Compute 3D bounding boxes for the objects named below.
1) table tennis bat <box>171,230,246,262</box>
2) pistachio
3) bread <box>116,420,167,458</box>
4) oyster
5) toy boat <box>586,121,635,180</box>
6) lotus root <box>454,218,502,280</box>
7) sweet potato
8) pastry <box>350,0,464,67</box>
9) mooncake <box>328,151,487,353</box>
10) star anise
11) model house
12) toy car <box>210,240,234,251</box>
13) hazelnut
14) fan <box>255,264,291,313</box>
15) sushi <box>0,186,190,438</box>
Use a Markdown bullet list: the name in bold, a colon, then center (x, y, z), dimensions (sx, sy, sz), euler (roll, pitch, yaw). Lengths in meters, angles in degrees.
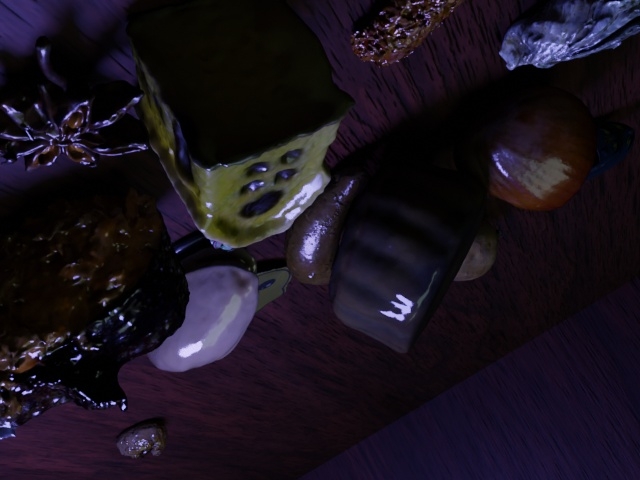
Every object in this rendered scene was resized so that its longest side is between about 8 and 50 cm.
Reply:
- **table tennis bat**: center (-0.201, 0.055, 1.486), dimensions (0.150, 0.027, 0.236), euler (-1, 144, -48)
- **pistachio**: center (-0.172, 0.103, 1.437), dimensions (0.223, 0.126, 0.152), euler (-41, 117, 19)
- **bread**: center (-0.351, 0.403, 2.023), dimensions (0.082, 0.060, 0.113), euler (-38, 156, 27)
- **oyster**: center (0.378, -0.311, 1.314), dimensions (0.267, 0.112, 0.198), euler (-29, -179, -22)
- **toy boat**: center (0.449, -0.146, 1.760), dimensions (0.246, 0.093, 0.103), euler (-24, 165, -12)
- **lotus root**: center (0.271, 0.015, 1.871), dimensions (0.221, 0.118, 0.125), euler (-1, 162, -46)
- **sweet potato**: center (-0.002, 0.003, 1.524), dimensions (0.124, 0.098, 0.310), euler (-52, 166, -27)
- **pastry**: center (0.106, -0.253, 1.133), dimensions (0.169, 0.063, 0.087), euler (-44, 157, 30)
- **mooncake**: center (0.123, 0.014, 1.479), dimensions (0.290, 0.161, 0.290), euler (-59, 168, -22)
- **star anise**: center (-0.232, -0.123, 0.953), dimensions (0.177, 0.073, 0.234), euler (6, 163, -38)
- **model house**: center (-0.084, -0.116, 1.029), dimensions (0.174, 0.193, 0.234), euler (-26, 158, -15)
- **toy car**: center (-0.098, -0.037, 1.371), dimensions (0.142, 0.055, 0.069), euler (-29, 164, -41)
- **hazelnut**: center (0.310, -0.130, 1.498), dimensions (0.210, 0.186, 0.210), euler (-32, -174, 4)
- **fan**: center (-0.170, 0.118, 1.640), dimensions (0.335, 0.011, 0.229), euler (-13, 154, -48)
- **sushi**: center (-0.315, 0.094, 1.164), dimensions (0.348, 0.234, 0.207), euler (-31, 159, -10)
